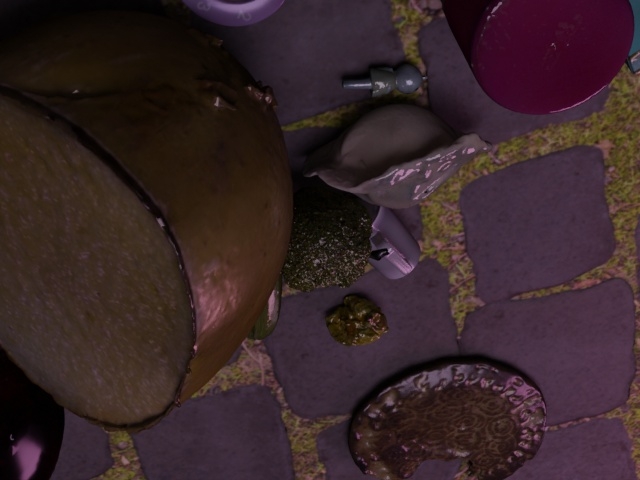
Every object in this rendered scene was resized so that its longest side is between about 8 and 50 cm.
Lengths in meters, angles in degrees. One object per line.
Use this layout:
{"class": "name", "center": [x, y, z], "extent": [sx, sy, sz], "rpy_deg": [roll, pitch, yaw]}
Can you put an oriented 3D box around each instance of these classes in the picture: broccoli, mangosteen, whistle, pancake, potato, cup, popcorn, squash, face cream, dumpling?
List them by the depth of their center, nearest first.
{"class": "face cream", "center": [0.222, -0.255, 1.402], "extent": [0.175, 0.195, 0.175], "rpy_deg": [-5, 128, -6]}
{"class": "potato", "center": [-0.204, -0.047, 1.430], "extent": [0.385, 0.319, 0.442], "rpy_deg": [29, 136, 20]}
{"class": "whistle", "center": [0.075, -0.185, 1.528], "extent": [0.100, 0.035, 0.035], "rpy_deg": [-6, 128, -5]}
{"class": "dumpling", "center": [0.092, -0.095, 1.532], "extent": [0.229, 0.151, 0.124], "rpy_deg": [-12, 102, -1]}
{"class": "broccoli", "center": [0.000, 0.000, 1.551], "extent": [0.131, 0.130, 0.120], "rpy_deg": [-36, 166, -14]}
{"class": "mangosteen", "center": [-0.461, 0.223, 1.583], "extent": [0.307, 0.307, 0.347], "rpy_deg": [2, 158, -13]}
{"class": "cup", "center": [0.076, 0.001, 1.630], "extent": [0.074, 0.104, 0.116], "rpy_deg": [-43, 128, 3]}
{"class": "squash", "center": [-0.081, 0.028, 1.639], "extent": [0.069, 0.069, 0.239], "rpy_deg": [-5, 126, -8]}
{"class": "popcorn", "center": [0.048, 0.111, 1.737], "extent": [0.083, 0.059, 0.068], "rpy_deg": [-5, 129, 3]}
{"class": "pancake", "center": [0.188, 0.276, 1.913], "extent": [0.288, 0.033, 0.286], "rpy_deg": [-28, 129, 10]}

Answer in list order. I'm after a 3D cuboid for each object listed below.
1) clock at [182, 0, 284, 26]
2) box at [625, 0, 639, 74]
{"class": "clock", "center": [-0.097, -0.327, 1.362], "extent": [0.172, 0.064, 0.198], "rpy_deg": [14, 123, -22]}
{"class": "box", "center": [0.394, -0.314, 1.489], "extent": [0.162, 0.041, 0.229], "rpy_deg": [-24, 128, 8]}
